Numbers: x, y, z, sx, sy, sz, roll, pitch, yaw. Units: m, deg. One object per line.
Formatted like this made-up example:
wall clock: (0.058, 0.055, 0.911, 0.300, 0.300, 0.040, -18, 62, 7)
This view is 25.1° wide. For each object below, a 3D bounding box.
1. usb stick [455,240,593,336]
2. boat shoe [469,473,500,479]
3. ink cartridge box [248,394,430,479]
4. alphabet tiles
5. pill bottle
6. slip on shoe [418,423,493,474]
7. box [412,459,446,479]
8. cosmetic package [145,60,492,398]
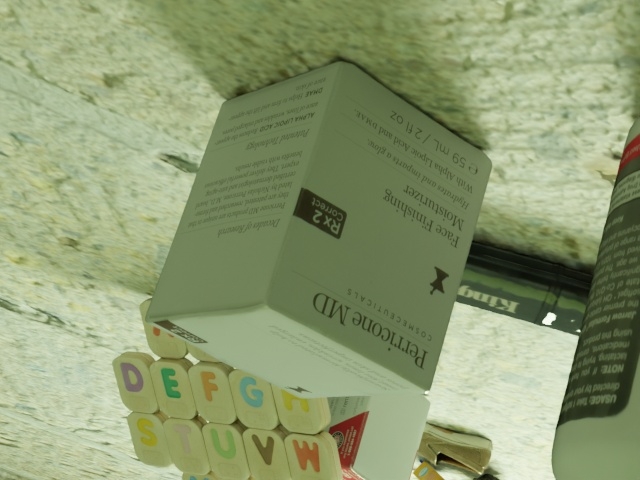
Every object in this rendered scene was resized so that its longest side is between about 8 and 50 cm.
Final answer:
usb stick: (0.130, 0.029, 1.178, 0.278, 0.045, 0.077, 16, 160, 4)
boat shoe: (0.215, 0.327, 1.871, 0.056, 0.049, 0.152, 45, 173, 15)
ink cartridge box: (0.007, 0.208, 1.613, 0.176, 0.128, 0.127, 1, 154, 35)
alphabet tiles: (-0.106, 0.197, 1.563, 0.284, 0.021, 0.277, 2, 111, 36)
pill bottle: (0.237, 0.085, 0.849, 0.176, 0.318, 0.176, 16, 161, 6)
slip on shoe: (0.140, 0.251, 1.744, 0.135, 0.041, 0.051, 12, 159, 13)
box: (0.173, 0.344, 1.889, 0.136, 0.028, 0.081, 39, 170, 38)
cosmetic package: (0.000, 0.000, 1.008, 0.151, 0.183, 0.151, 29, 156, -31)
